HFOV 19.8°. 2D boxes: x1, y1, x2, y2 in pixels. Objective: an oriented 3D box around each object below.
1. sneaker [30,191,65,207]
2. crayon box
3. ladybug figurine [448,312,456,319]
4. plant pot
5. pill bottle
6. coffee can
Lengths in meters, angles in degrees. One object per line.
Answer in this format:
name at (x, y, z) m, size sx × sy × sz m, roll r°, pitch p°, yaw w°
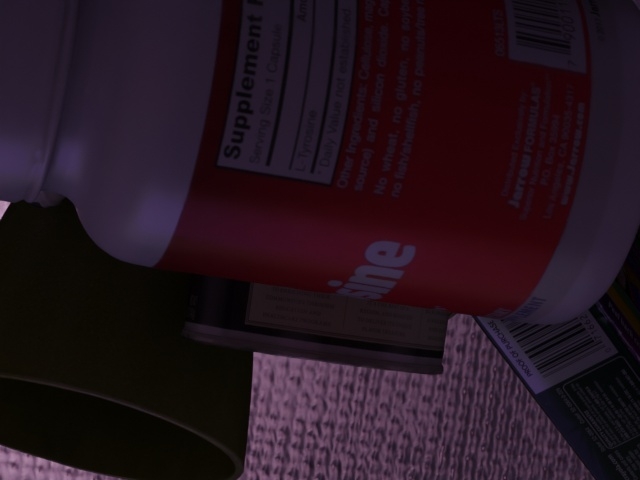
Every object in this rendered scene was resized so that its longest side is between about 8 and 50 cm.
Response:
sneaker at (-0.141, -0.116, 1.454) m, size 0.153 × 0.094 × 0.235 m, roll 2°, pitch -141°, yaw 17°
crayon box at (0.259, 0.076, 1.679) m, size 0.106 × 0.363 × 0.313 m, roll -29°, pitch -153°, yaw 18°
ladybug figurine at (0.000, 0.000, 2.185) m, size 0.449 × 0.162 × 0.305 m, roll 15°, pitch -148°, yaw 27°
plant pot at (-0.164, 0.025, 1.548) m, size 0.274 × 0.293 × 0.275 m, roll 12°, pitch 159°, yaw 5°
pill bottle at (-0.016, -0.084, 1.149) m, size 0.407 × 0.229 × 0.229 m, roll 9°, pitch 179°, yaw -14°
coffee can at (0.013, -0.049, 1.382) m, size 0.201 × 0.275 × 0.201 m, roll 8°, pitch 178°, yaw 0°
